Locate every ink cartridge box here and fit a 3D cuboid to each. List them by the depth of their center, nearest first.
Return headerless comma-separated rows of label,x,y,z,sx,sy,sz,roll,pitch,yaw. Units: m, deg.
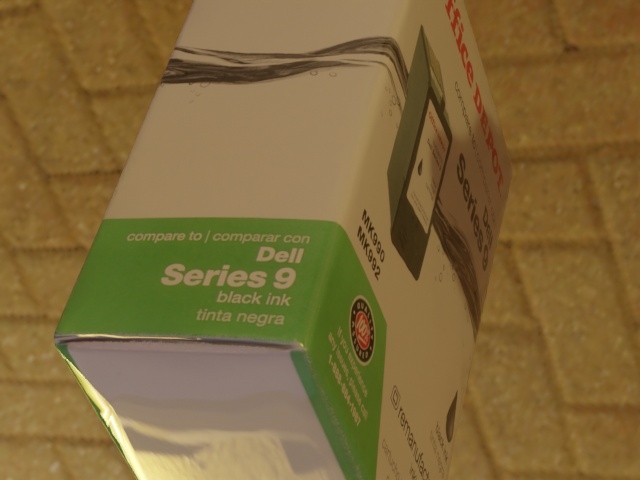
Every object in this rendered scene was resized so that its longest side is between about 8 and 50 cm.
ink cartridge box,0.000,0.000,0.812,0.121,0.289,0.211,0,139,21
